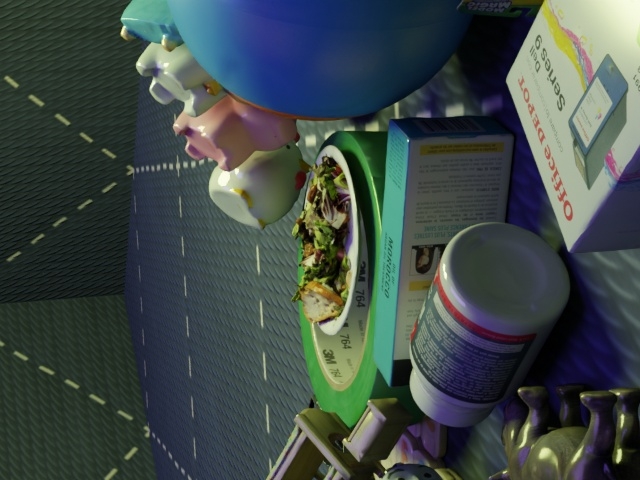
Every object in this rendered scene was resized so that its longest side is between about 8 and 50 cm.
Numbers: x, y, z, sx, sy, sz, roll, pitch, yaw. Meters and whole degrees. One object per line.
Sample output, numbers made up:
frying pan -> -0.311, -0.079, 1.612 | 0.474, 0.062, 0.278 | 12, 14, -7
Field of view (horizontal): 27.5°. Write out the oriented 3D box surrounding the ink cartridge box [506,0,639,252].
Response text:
ink cartridge box -> 0.209, -0.111, 0.830 | 0.212, 0.093, 0.154 | 108, 152, -57

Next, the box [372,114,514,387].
box -> 0.109, 0.011, 1.196 | 0.060, 0.100, 0.244 | -123, 34, -63

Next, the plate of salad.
plate of salad -> 0.000, 0.000, 1.374 | 0.200, 0.048, 0.200 | 180, 90, -75

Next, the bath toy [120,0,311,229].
bath toy -> -0.087, -0.151, 1.438 | 0.151, 0.129, 0.348 | 24, 154, 30

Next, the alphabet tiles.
alphabet tiles -> 0.099, 0.279, 1.443 | 0.284, 0.021, 0.278 | -141, 49, -69

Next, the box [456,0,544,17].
box -> 0.165, -0.225, 0.931 | 0.179, 0.105, 0.043 | 109, 160, -55

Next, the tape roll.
tape roll -> 0.052, 0.042, 1.417 | 0.321, 0.077, 0.321 | -179, 90, -74

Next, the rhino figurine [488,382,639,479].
rhino figurine -> 0.184, 0.166, 1.021 | 0.243, 0.073, 0.106 | 162, 106, -75

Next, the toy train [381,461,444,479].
toy train -> 0.081, 0.373, 1.282 | 0.190, 0.142, 0.334 | -120, 30, -46

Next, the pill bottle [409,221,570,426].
pill bottle -> 0.134, 0.079, 1.108 | 0.180, 0.108, 0.108 | 106, 155, -50

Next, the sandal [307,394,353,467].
sandal -> 0.017, 0.241, 1.615 | 0.254, 0.054, 0.097 | -100, 11, -48

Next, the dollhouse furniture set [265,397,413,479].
dollhouse furniture set -> 0.044, 0.215, 1.339 | 0.101, 0.161, 0.182 | 45, 116, 35

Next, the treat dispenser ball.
treat dispenser ball -> 0.002, -0.250, 1.166 | 0.288, 0.288, 0.288 | 176, 90, -74
